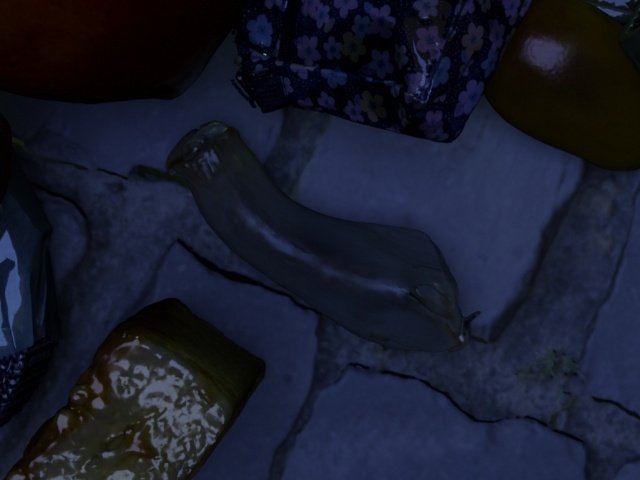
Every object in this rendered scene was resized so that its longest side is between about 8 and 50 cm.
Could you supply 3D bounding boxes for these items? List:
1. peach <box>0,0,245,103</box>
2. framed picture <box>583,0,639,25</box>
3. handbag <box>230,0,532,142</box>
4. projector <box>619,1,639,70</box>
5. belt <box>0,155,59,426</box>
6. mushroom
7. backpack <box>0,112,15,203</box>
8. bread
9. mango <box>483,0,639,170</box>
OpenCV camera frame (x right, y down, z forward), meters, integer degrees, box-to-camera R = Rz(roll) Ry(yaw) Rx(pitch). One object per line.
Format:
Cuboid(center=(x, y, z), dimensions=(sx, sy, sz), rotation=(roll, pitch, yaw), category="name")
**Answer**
Cuboid(center=(-0.212, -0.233, 1.042), dimensions=(0.338, 0.281, 0.281), rotation=(13, 94, -29), category="peach")
Cuboid(center=(0.300, -0.318, 1.144), dimensions=(0.240, 0.020, 0.324), rotation=(14, 93, 4), category="framed picture")
Cuboid(center=(0.048, -0.183, 1.090), dimensions=(0.208, 0.127, 0.229), rotation=(19, 83, 36), category="handbag")
Cuboid(center=(0.355, -0.193, 1.083), dimensions=(0.269, 0.088, 0.193), rotation=(-39, 97, -3), category="projector")
Cuboid(center=(-0.346, 0.016, 1.164), dimensions=(0.260, 0.122, 0.325), rotation=(-29, 90, 10), category="belt")
Cuboid(center=(0.000, 0.003, 1.148), dimensions=(0.278, 0.099, 0.096), rotation=(30, 89, 6), category="mushroom")
Cuboid(center=(-0.337, -0.045, 1.035), dimensions=(0.229, 0.139, 0.229), rotation=(2, 110, 7), category="backpack")
Cuboid(center=(-0.137, 0.140, 1.073), dimensions=(0.114, 0.274, 0.185), rotation=(40, 94, 2), category="bread")
Cuboid(center=(0.196, -0.125, 1.129), dimensions=(0.163, 0.089, 0.111), rotation=(22, 105, -6), category="mango")
